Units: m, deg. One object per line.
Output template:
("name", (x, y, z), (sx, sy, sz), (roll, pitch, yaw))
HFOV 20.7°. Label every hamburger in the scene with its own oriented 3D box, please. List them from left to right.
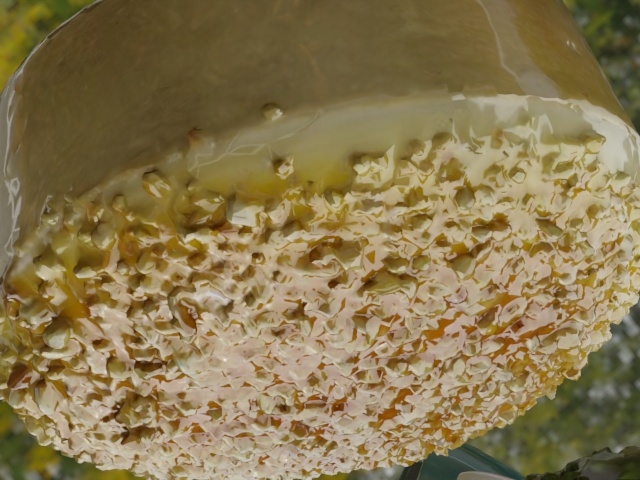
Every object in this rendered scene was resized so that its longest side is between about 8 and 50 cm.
("hamburger", (0.000, 0.000, 0.734), (0.302, 0.170, 0.302), (-10, 161, -4))

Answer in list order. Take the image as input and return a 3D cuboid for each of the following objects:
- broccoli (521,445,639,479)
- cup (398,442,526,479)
("broccoli", (0.199, 0.228, 0.908), (0.235, 0.260, 0.288), (0, 125, -36))
("cup", (0.141, 0.268, 1.499), (0.300, 0.173, 0.167), (113, -2, -62))
